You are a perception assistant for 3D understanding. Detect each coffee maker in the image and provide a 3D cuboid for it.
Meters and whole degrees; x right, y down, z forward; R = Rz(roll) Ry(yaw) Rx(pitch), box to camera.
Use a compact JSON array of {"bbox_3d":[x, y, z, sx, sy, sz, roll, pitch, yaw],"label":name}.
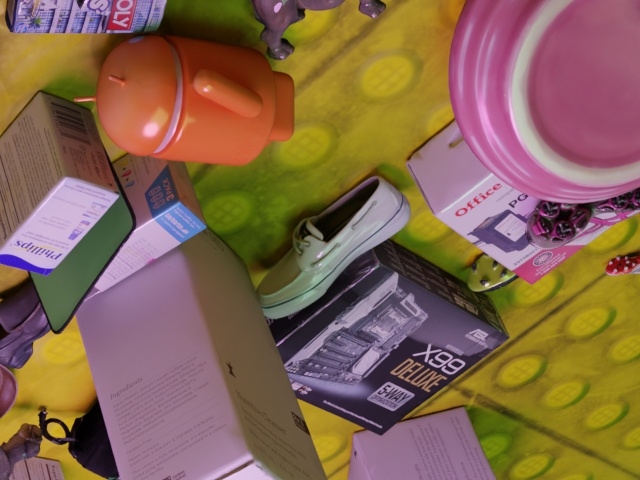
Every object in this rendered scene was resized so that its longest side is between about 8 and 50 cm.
[{"bbox_3d":[-0.241,0.216,1.924,0.171,0.120,0.178,9,132,-33],"label":"coffee maker"}]

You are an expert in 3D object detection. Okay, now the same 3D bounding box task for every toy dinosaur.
[{"bbox_3d":[-0.450,0.288,1.839,0.268,0.118,0.064,-48,178,-34],"label":"toy dinosaur"}]

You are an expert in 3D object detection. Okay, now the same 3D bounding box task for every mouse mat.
[{"bbox_3d":[-0.263,-0.012,1.615,0.007,0.152,0.190,5,136,-41],"label":"mouse mat"}]

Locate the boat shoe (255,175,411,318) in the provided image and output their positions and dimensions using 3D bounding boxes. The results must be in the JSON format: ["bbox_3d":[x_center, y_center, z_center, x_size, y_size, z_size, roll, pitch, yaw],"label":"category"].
[{"bbox_3d":[0.000,0.000,1.831,0.226,0.083,0.076,-40,129,3],"label":"boat shoe"}]

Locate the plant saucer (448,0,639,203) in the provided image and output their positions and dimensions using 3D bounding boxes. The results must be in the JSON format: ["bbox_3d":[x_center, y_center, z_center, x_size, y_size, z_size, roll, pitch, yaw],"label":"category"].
[{"bbox_3d":[0.305,-0.187,1.634,0.332,0.084,0.332,-6,114,-13],"label":"plant saucer"}]

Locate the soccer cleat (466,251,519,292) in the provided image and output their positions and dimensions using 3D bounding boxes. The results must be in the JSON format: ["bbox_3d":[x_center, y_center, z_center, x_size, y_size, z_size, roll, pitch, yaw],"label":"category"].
[{"bbox_3d":[0.275,0.020,1.993,0.179,0.060,0.072,-34,142,11],"label":"soccer cleat"}]

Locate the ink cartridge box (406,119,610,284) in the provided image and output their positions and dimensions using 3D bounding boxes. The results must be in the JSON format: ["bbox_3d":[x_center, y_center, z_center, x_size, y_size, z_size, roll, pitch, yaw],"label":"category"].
[{"bbox_3d":[0.245,-0.068,1.837,0.172,0.100,0.237,-39,139,18],"label":"ink cartridge box"}]

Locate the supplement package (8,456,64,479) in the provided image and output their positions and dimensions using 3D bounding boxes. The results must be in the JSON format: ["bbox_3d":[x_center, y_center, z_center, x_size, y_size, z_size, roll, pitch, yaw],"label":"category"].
[{"bbox_3d":[-0.461,0.360,1.976,0.244,0.134,0.139,18,127,-40],"label":"supplement package"}]

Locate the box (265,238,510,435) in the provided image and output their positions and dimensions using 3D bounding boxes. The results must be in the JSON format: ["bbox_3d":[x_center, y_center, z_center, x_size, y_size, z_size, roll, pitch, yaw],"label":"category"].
[{"bbox_3d":[0.068,0.125,2.000,0.242,0.076,0.307,-39,139,20],"label":"box"}]

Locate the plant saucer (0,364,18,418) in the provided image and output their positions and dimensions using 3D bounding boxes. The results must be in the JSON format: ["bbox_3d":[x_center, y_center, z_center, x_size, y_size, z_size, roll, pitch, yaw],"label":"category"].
[{"bbox_3d":[-0.457,0.186,1.857,0.168,0.029,0.168,-13,141,-11],"label":"plant saucer"}]

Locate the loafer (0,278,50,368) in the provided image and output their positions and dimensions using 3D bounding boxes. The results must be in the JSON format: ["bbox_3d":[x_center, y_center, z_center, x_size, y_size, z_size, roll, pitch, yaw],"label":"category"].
[{"bbox_3d":[-0.351,0.089,1.768,0.061,0.062,0.170,13,129,-30],"label":"loafer"}]

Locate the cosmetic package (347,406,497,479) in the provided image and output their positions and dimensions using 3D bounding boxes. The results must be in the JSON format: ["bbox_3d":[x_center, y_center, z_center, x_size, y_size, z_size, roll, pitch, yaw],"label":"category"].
[{"bbox_3d":[0.151,0.367,2.271,0.183,0.151,0.151,-12,141,-12],"label":"cosmetic package"}]

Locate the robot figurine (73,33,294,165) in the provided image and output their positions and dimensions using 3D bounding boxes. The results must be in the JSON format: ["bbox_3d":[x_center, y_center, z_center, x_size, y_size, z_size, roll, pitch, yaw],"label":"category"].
[{"bbox_3d":[-0.131,-0.143,1.539,0.219,0.158,0.128,4,122,-32],"label":"robot figurine"}]

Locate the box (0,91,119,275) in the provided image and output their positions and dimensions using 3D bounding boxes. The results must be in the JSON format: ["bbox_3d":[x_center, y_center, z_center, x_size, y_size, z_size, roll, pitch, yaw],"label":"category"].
[{"bbox_3d":[-0.287,-0.057,1.570,0.072,0.126,0.137,19,127,-43],"label":"box"}]

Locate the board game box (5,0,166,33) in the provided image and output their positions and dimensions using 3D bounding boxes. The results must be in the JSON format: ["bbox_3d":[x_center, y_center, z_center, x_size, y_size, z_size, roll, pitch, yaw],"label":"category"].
[{"bbox_3d":[-0.186,-0.266,1.424,0.194,0.060,0.194,-3,138,-22],"label":"board game box"}]

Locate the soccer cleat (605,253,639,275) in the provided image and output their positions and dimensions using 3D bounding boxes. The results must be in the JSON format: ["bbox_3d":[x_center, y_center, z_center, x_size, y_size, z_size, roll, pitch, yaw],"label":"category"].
[{"bbox_3d":[0.436,0.035,2.114,0.083,0.029,0.035,-21,138,-9],"label":"soccer cleat"}]

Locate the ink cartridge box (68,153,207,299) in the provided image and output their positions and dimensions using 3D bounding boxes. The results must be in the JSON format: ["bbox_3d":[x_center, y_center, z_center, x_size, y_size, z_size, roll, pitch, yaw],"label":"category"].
[{"bbox_3d":[-0.225,-0.019,1.662,0.181,0.104,0.061,-31,141,11],"label":"ink cartridge box"}]

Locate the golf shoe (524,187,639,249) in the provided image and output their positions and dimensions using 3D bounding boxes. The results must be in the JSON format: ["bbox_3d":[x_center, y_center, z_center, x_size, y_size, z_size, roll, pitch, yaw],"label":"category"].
[{"bbox_3d":[0.323,-0.045,1.781,0.186,0.067,0.086,-22,170,-8],"label":"golf shoe"}]

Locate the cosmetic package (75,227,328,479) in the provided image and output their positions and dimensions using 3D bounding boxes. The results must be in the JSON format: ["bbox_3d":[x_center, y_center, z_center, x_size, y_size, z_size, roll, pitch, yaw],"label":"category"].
[{"bbox_3d":[-0.140,0.156,1.688,0.156,0.385,0.217,-30,144,11],"label":"cosmetic package"}]

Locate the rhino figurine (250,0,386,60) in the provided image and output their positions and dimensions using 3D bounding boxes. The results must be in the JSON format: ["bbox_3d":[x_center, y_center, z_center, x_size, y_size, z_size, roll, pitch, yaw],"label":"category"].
[{"bbox_3d":[0.037,-0.276,1.510,0.243,0.073,0.106,-26,145,3],"label":"rhino figurine"}]
